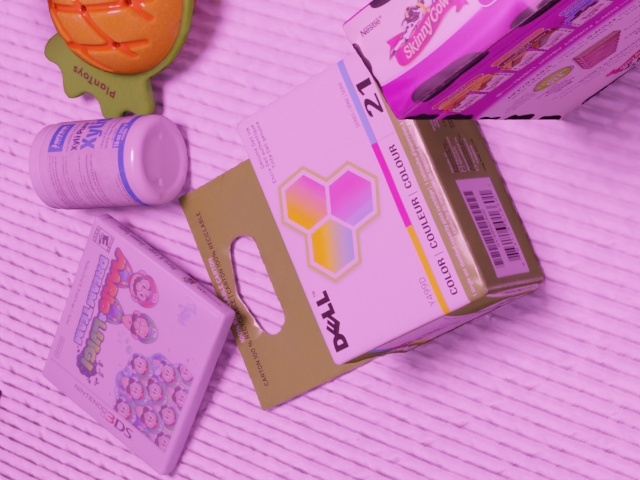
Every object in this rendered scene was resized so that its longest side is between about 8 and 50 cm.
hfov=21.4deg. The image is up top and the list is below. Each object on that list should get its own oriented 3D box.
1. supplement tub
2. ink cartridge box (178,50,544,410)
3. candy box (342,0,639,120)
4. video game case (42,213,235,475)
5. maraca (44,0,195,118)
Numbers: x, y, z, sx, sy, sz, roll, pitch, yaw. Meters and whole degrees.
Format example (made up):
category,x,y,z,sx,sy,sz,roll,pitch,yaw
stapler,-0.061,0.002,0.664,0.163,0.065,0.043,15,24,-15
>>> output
category,x,y,z,sx,sy,sz,roll,pitch,yaw
supplement tub,-0.163,-0.060,1.300,0.107,0.071,0.071,-2,92,31
ink cartridge box,0.000,0.000,1.189,0.255,0.097,0.189,-28,79,29
candy box,0.141,-0.142,1.012,0.159,0.233,0.071,-36,75,27
video game case,-0.145,0.081,1.317,0.143,0.019,0.157,36,119,25
maraca,-0.155,-0.173,1.275,0.127,0.099,0.185,34,129,18
